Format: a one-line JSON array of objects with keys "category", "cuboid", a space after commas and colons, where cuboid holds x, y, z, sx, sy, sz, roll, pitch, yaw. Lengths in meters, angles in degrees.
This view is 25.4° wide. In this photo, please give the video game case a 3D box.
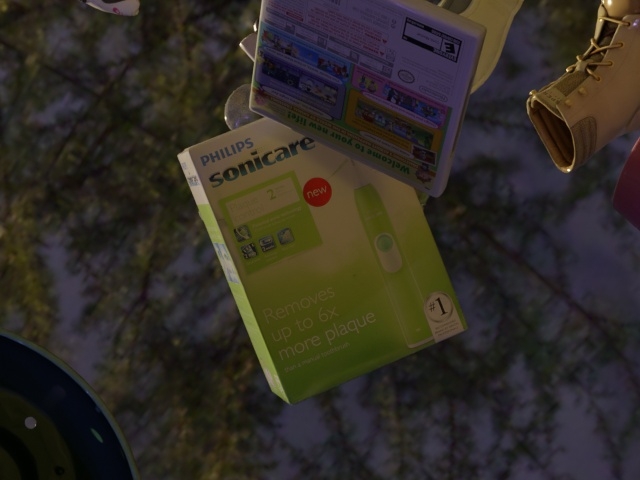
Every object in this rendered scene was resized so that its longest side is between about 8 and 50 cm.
[{"category": "video game case", "cuboid": [0.036, -0.156, 1.302, 0.212, 0.193, 0.023, 26, -133, 15]}]

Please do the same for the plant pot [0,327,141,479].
[{"category": "plant pot", "cuboid": [-0.274, 0.197, 1.042, 0.293, 0.293, 0.235, 35, 175, -5]}]

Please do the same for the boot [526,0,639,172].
[{"category": "boot", "cuboid": [0.354, -0.236, 1.823, 0.203, 0.262, 0.095, -29, -148, -20]}]

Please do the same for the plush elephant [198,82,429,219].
[{"category": "plush elephant", "cuboid": [-0.035, -0.041, 1.775, 0.255, 0.330, 0.272, 23, -125, -12]}]

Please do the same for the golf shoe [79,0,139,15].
[{"category": "golf shoe", "cuboid": [-0.237, -0.409, 1.888, 0.120, 0.105, 0.273, 29, -112, 3]}]

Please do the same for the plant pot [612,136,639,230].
[{"category": "plant pot", "cuboid": [0.436, -0.050, 1.587, 0.180, 0.201, 0.201, 30, -148, 21]}]

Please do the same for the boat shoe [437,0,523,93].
[{"category": "boat shoe", "cuboid": [0.226, -0.333, 2.237, 0.116, 0.099, 0.319, 40, -109, -25]}]

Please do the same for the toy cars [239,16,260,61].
[{"category": "toy cars", "cuboid": [0.015, -0.381, 2.010, 0.176, 0.087, 0.393, 9, -111, 17]}]

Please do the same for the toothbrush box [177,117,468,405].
[{"category": "toothbrush box", "cuboid": [0.000, 0.000, 1.489, 0.206, 0.122, 0.283, -22, -86, -10]}]
